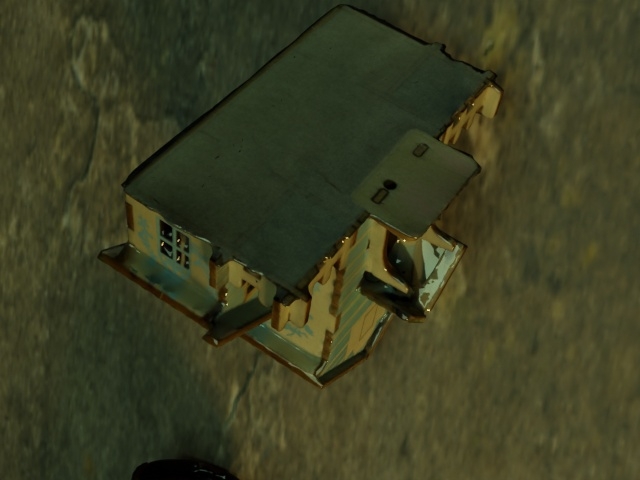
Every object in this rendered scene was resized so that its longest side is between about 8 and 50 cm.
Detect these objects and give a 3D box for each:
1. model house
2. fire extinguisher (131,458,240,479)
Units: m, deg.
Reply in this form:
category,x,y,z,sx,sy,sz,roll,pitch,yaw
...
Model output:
category,x,y,z,sx,sy,sz,roll,pitch,yaw
model house,0.000,0.000,0.633,0.178,0.271,0.206,30,142,14
fire extinguisher,-0.125,0.360,0.765,0.141,0.105,0.341,15,99,23
